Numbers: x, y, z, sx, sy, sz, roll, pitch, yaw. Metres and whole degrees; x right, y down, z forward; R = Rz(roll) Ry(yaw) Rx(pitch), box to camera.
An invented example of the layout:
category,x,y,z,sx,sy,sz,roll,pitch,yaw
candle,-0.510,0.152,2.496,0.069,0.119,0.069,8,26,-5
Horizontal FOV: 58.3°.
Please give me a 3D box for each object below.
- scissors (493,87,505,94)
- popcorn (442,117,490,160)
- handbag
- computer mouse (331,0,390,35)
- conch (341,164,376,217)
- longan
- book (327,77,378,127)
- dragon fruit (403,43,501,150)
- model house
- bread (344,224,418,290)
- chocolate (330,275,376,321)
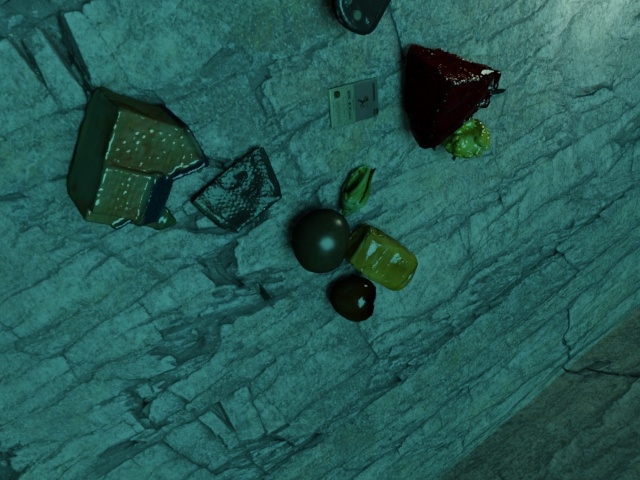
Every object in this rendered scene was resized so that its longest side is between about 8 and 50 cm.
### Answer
category,x,y,z,sx,sy,sz,roll,pitch,yaw
scissors,0.588,-0.535,2.076,0.220,0.017,0.088,-12,118,-28
popcorn,0.512,-0.356,2.024,0.173,0.174,0.142,-15,154,-25
handbag,-0.239,-0.144,1.724,0.270,0.088,0.175,-40,119,-9
computer mouse,0.123,-0.725,1.641,0.170,0.100,0.269,30,91,-41
conch,0.119,-0.162,1.934,0.094,0.079,0.201,16,87,-23
longan,0.000,0.000,1.871,0.197,0.198,0.213,-2,115,-31
book,0.107,-0.438,1.827,0.181,0.014,0.127,-19,121,-23
dragon fruit,0.415,-0.501,1.929,0.329,0.228,0.286,-28,148,-33
model house,-0.453,-0.191,1.473,0.280,0.245,0.313,9,109,-43
bread,0.220,0.063,2.072,0.294,0.132,0.167,32,101,-40
chocolate,0.115,0.209,2.074,0.176,0.176,0.177,-14,119,-26
